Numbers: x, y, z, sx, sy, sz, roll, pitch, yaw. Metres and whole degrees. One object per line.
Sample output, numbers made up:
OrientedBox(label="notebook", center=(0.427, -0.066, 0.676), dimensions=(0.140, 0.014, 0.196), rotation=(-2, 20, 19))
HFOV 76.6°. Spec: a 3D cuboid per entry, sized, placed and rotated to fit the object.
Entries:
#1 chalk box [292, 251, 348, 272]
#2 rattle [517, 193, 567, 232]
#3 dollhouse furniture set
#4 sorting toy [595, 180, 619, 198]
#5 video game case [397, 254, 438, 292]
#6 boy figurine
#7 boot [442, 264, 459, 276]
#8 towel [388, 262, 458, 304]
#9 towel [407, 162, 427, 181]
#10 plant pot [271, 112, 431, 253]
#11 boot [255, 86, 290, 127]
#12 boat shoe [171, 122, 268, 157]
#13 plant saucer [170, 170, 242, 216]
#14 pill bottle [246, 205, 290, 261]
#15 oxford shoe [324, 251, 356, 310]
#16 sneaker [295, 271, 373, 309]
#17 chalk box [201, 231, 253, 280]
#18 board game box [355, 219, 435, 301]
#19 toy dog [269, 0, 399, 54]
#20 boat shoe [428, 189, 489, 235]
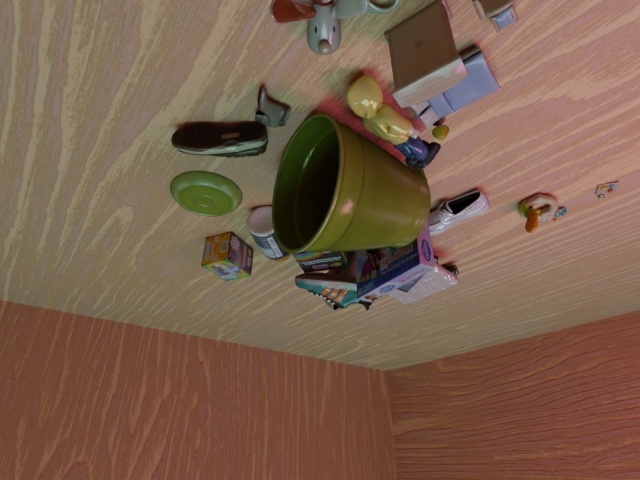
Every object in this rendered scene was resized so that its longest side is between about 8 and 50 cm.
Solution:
OrientedBox(label="chalk box", center=(0.000, 0.000, 1.495), dimensions=(0.181, 0.178, 0.289), rotation=(-8, 150, 12))
OrientedBox(label="rattle", center=(0.798, -0.071, 1.419), dimensions=(0.200, 0.142, 0.130), rotation=(26, 123, -28))
OrientedBox(label="dollhouse furniture set", center=(0.320, -0.341, 0.880), dimensions=(0.287, 0.197, 0.303), rotation=(-20, 145, 31))
OrientedBox(label="sorting toy", center=(0.967, -0.166, 1.370), dimensions=(0.062, 0.012, 0.083), rotation=(-12, 148, 19))
OrientedBox(label="video game case", center=(0.329, 0.113, 1.672), dimensions=(0.196, 0.026, 0.274), rotation=(20, 140, -5))
OrientedBox(label="boy figurine", center=(0.172, -0.299, 1.028), dimensions=(0.285, 0.177, 0.092), rotation=(36, 92, -27))
OrientedBox(label="boot", center=(0.517, 0.172, 1.851), dimensions=(0.137, 0.076, 0.198), rotation=(-5, 158, -39))
OrientedBox(label="towel", center=(0.365, 0.147, 1.760), dimensions=(0.332, 0.053, 0.317), rotation=(32, 139, -20))
OrientedBox(label="towel", center=(0.277, -0.169, 1.264), dimensions=(0.023, 0.113, 0.152), rotation=(8, 149, -26))
OrientedBox(label="plant pot", center=(0.102, -0.120, 1.131), dimensions=(0.354, 0.365, 0.366), rotation=(11, 149, -29))
OrientedBox(label="boot", center=(-0.120, -0.340, 1.043), dimensions=(0.087, 0.041, 0.118), rotation=(2, 152, -16))
OrientedBox(label="boat shoe", center=(-0.274, -0.261, 1.124), dimensions=(0.258, 0.095, 0.095), rotation=(-1, 156, 0))
OrientedBox(label="plant saucer", center=(-0.388, -0.145, 1.378), dimensions=(0.241, 0.037, 0.240), rotation=(0, 151, 0))
OrientedBox(label="pill bottle", center=(-0.178, -0.012, 1.518), dimensions=(0.131, 0.130, 0.245), rotation=(-5, 150, 8))
OrientedBox(label="oxford shoe", center=(0.156, 0.116, 1.605), dimensions=(0.141, 0.146, 0.396), rotation=(25, 112, -37))
OrientedBox(label="sneaker", center=(0.051, 0.194, 1.501), dimensions=(0.303, 0.120, 0.108), rotation=(7, -168, 6))
OrientedBox(label="chalk box", center=(-0.366, 0.079, 1.673), dimensions=(0.132, 0.132, 0.213), rotation=(-13, 146, 20))
OrientedBox(label="board game box", center=(0.232, 0.006, 1.364), dimensions=(0.066, 0.317, 0.319), rotation=(17, 145, -26))
OrientedBox(label="toy dog", center=(0.005, -0.462, 0.703), dimensions=(0.220, 0.160, 0.333), rotation=(-13, 148, 22))
OrientedBox(label="boat shoe", center=(0.449, -0.103, 1.416), dimensions=(0.258, 0.095, 0.084), rotation=(-29, 136, 24))
